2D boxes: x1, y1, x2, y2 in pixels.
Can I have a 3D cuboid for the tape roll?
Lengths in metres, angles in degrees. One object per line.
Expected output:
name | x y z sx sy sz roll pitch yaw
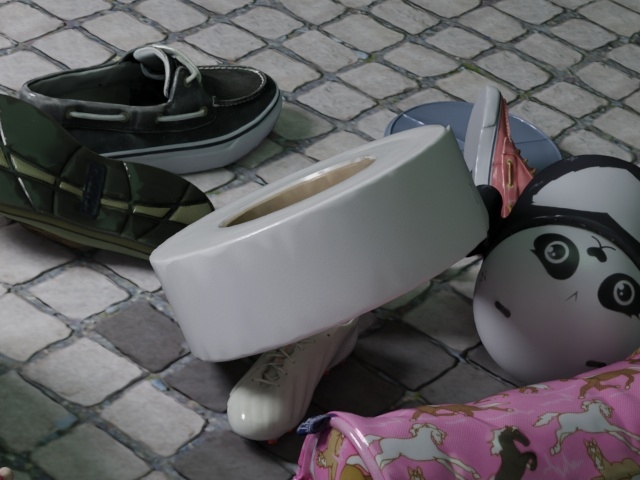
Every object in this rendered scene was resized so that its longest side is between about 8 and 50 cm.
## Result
tape roll | 0.000 0.000 1.637 0.286 0.100 0.286 -23 8 3

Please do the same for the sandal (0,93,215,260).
sandal | -0.245 -0.040 1.787 0.303 0.086 0.120 25 54 -11

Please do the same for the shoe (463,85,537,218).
shoe | 0.192 -0.069 1.931 0.081 0.063 0.178 10 71 -11

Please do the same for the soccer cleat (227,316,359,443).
soccer cleat | -0.023 0.104 1.636 0.068 0.076 0.196 23 34 17

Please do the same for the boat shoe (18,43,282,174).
boat shoe | -0.165 -0.139 1.926 0.335 0.119 0.121 -21 45 -41

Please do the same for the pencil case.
pencil case | 0.164 0.181 1.507 0.386 0.160 0.167 -9 58 -29

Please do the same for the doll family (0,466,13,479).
doll family | -0.353 0.203 1.336 0.263 0.118 0.163 -5 58 -35

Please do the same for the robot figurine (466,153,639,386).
robot figurine | 0.244 0.024 1.755 0.209 0.173 0.278 -10 23 27

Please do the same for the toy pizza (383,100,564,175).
toy pizza | 0.165 -0.087 2.036 0.201 0.032 0.201 8 34 -5
